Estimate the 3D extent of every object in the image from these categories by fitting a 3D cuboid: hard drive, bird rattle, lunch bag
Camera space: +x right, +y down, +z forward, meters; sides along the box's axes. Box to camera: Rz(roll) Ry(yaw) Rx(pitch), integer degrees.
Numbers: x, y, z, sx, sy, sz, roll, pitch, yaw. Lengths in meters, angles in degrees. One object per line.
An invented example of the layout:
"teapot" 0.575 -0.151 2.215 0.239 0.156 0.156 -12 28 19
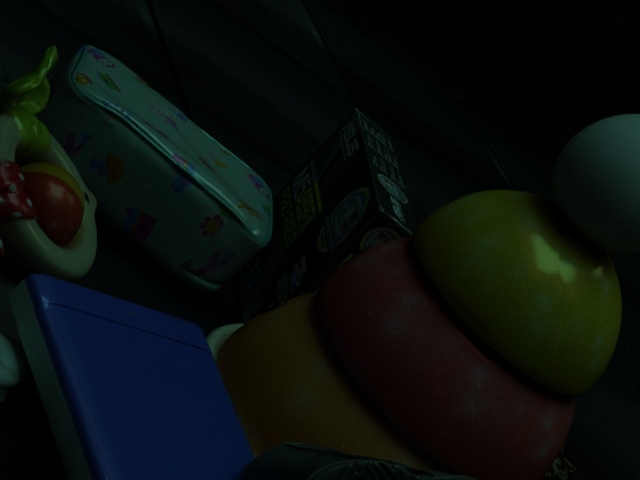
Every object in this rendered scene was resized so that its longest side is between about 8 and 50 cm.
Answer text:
"hard drive" -0.117 0.182 1.345 0.210 0.040 0.319 23 35 -50
"bird rattle" -0.261 -0.051 1.535 0.207 0.143 0.253 53 13 -31
"lunch bag" -0.174 -0.074 1.803 0.279 0.108 0.224 40 12 -15

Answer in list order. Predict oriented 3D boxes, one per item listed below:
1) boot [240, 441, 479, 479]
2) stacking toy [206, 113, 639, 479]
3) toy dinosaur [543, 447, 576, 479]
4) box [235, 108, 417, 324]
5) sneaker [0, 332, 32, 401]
"boot" 0.007 0.185 1.293 0.189 0.076 0.208 16 -2 -38
"stacking toy" 0.151 0.074 1.543 0.350 0.480 0.350 40 17 -14
"toy dinosaur" 0.276 0.255 2.154 0.112 0.064 0.211 52 15 -45
"box" 0.000 0.000 1.836 0.060 0.216 0.270 37 19 -20
"sneaker" -0.274 0.064 1.284 0.190 0.083 0.071 24 23 -52
